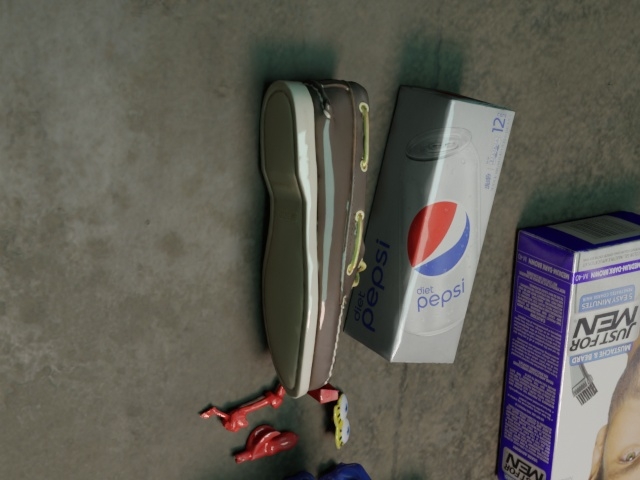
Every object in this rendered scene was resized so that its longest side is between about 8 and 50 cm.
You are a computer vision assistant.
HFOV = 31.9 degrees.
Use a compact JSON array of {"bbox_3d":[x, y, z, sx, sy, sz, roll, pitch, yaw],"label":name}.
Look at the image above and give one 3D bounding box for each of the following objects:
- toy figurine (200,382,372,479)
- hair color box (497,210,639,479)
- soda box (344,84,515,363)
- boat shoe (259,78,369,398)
[{"bbox_3d":[-0.004,0.351,1.180,0.191,0.217,0.363,-5,108,-31],"label":"toy figurine"},{"bbox_3d":[0.332,0.147,1.396,0.185,0.110,0.339,-10,112,-31],"label":"hair color box"},{"bbox_3d":[0.115,-0.016,1.207,0.091,0.098,0.286,5,103,-34],"label":"soda box"},{"bbox_3d":[0.000,0.000,1.131,0.096,0.116,0.325,-7,104,-27],"label":"boat shoe"}]
